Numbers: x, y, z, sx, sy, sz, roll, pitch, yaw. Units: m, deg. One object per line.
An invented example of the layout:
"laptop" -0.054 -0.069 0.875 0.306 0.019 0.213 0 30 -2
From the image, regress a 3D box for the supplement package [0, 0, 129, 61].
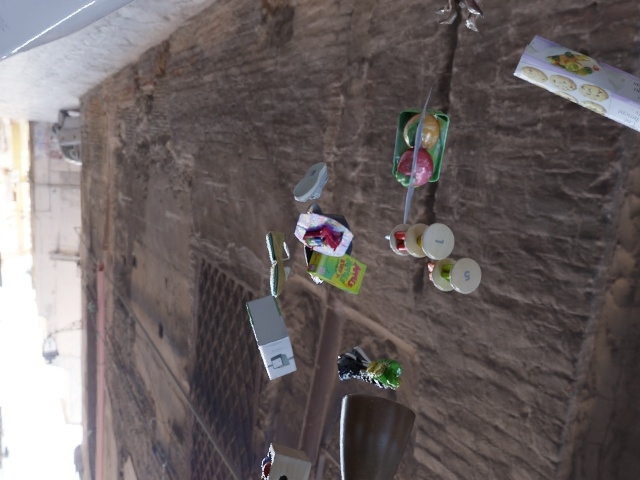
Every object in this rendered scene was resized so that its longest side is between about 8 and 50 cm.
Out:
"supplement package" -0.333 -0.368 0.589 0.293 0.177 0.175 -2 -145 36

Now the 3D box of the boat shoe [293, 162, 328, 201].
"boat shoe" -0.021 -0.191 1.662 0.079 0.081 0.227 -5 -145 28

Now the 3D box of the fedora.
"fedora" 0.036 0.011 1.861 0.153 0.333 0.334 -6 -167 -14

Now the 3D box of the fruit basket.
"fruit basket" 0.289 -0.266 1.466 0.166 0.327 0.353 14 -141 17

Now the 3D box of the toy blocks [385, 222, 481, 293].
"toy blocks" 0.168 0.026 0.746 0.054 0.123 0.148 -44 -167 -13

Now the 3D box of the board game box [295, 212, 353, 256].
"board game box" 0.000 0.000 1.122 0.133 0.033 0.168 24 150 1

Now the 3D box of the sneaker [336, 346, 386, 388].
"sneaker" 0.133 0.462 1.621 0.121 0.079 0.217 -26 -152 -17

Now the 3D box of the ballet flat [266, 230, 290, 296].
"ballet flat" -0.137 0.077 1.613 0.073 0.232 0.080 -1 164 -21

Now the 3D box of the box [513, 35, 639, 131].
"box" 0.554 -0.306 0.939 0.324 0.063 0.067 33 162 16

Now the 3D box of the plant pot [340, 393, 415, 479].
"plant pot" 0.139 0.578 1.310 0.216 0.215 0.230 8 -125 16

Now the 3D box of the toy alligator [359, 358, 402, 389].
"toy alligator" 0.133 0.278 1.017 0.056 0.051 0.190 40 164 -6

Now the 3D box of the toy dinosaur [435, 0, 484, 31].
"toy dinosaur" 0.402 -0.690 1.267 0.127 0.200 0.295 17 -144 3

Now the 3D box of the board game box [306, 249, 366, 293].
"board game box" 0.049 0.081 1.354 0.181 0.092 0.043 30 163 -38

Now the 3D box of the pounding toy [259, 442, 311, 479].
"pounding toy" -0.087 0.462 0.871 0.100 0.141 0.130 17 163 -5

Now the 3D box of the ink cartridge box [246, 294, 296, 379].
"ink cartridge box" -0.195 0.390 1.889 0.122 0.289 0.211 -18 -130 -11
